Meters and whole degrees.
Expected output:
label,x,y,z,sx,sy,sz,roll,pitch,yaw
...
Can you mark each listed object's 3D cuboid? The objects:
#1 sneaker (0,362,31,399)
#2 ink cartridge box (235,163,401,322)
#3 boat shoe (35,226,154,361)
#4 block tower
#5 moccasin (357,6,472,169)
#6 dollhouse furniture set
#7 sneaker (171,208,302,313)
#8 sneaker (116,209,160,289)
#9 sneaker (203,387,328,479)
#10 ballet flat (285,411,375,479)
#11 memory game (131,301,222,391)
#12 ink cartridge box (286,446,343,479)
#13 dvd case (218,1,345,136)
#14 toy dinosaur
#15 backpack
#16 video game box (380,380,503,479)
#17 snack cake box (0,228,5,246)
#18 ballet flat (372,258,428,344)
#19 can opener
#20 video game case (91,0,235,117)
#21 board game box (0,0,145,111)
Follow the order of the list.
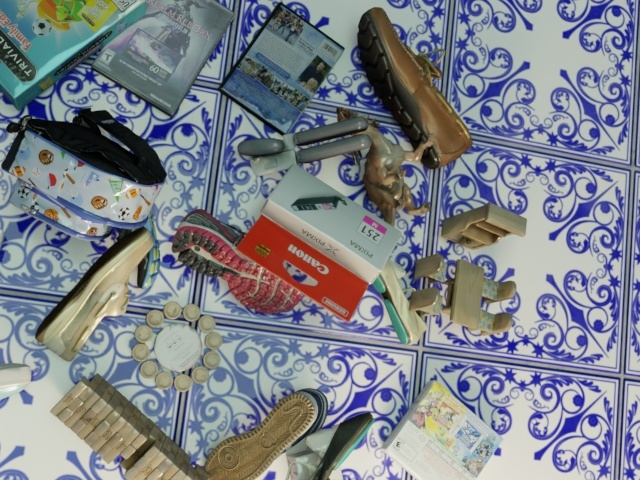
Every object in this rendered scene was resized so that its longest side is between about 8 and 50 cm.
label,x,y,z,sx,sy,sz,roll,pitch,yaw
sneaker,-0.704,0.331,1.746,0.366,0.135,0.150,-16,93,-9
ink cartridge box,0.000,0.000,1.917,0.275,0.060,0.239,33,47,-1
boat shoe,-0.421,0.104,1.851,0.098,0.109,0.302,43,88,-18
block tower,-0.357,0.398,1.829,0.335,0.097,0.091,44,95,-7
moccasin,0.212,-0.347,2.092,0.147,0.139,0.380,-35,92,-19
dollhouse furniture set,0.334,0.063,2.023,0.212,0.161,0.242,20,68,-27
sneaker,-0.157,0.039,1.947,0.299,0.121,0.112,37,34,-17
sneaker,-0.371,0.008,1.921,0.078,0.067,0.188,-11,86,5
sneaker,-0.100,0.397,1.914,0.282,0.153,0.099,-40,79,14
ballet flat,-0.003,0.435,1.840,0.096,0.095,0.280,32,74,6
memory game,-0.290,0.215,1.930,0.186,0.012,0.186,3,80,-16
ink cartridge box,-0.009,0.480,1.924,0.090,0.092,0.143,-12,83,-16
dvd case,-0.083,-0.376,2.076,0.180,0.022,0.253,34,74,-7
toy dinosaur,0.130,-0.146,2.041,0.127,0.200,0.296,-22,119,-41
backpack,-0.439,-0.116,1.798,0.263,0.276,0.213,23,107,11
video game box,0.260,0.435,2.029,0.205,0.048,0.187,41,75,-6
snack cake box,-0.712,0.088,1.793,0.152,0.089,0.264,16,78,-12
ballet flat,0.159,0.104,2.037,0.086,0.086,0.248,-29,99,-18
can opener,-0.033,-0.194,1.968,0.280,0.093,0.074,-11,88,20
video game case,-0.330,-0.425,2.014,0.196,0.026,0.274,31,75,-9
board game box,-0.564,-0.465,1.913,0.336,0.079,0.254,-43,89,-16
